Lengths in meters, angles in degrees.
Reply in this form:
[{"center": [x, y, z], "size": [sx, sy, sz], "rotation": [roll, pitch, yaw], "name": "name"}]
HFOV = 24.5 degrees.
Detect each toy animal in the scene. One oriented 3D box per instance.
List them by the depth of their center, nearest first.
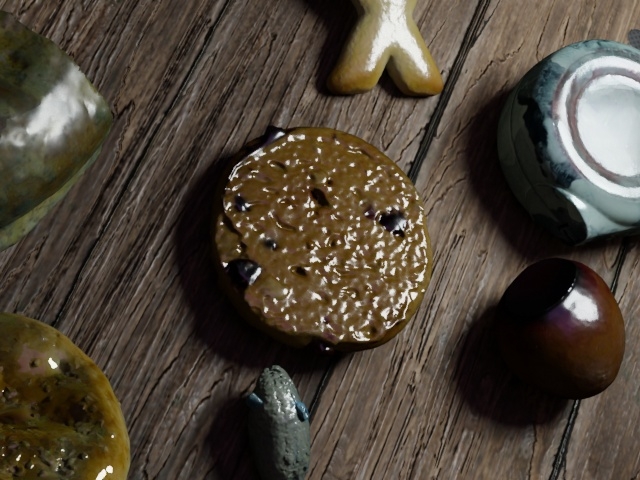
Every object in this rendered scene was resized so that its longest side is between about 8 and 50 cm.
[{"center": [-0.033, 0.260, 1.613], "size": [0.070, 0.079, 0.252], "rotation": [-13, 72, -6], "name": "toy animal"}]

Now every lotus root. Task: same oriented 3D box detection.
[{"center": [-0.398, -0.119, 1.571], "size": [0.267, 0.149, 0.260], "rotation": [37, 58, -2], "name": "lotus root"}]

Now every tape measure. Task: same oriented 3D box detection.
[{"center": [0.360, -0.118, 1.912], "size": [0.256, 0.147, 0.275], "rotation": [-8, 77, -25], "name": "tape measure"}]

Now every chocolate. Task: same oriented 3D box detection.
[{"center": [0.293, 0.115, 1.789], "size": [0.177, 0.177, 0.176], "rotation": [9, 66, -21], "name": "chocolate"}]

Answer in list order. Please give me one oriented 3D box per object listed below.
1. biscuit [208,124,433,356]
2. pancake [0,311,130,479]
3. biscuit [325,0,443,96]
[{"center": [0.000, 0.000, 1.739], "size": [0.296, 0.075, 0.296], "rotation": [7, 65, -16], "name": "biscuit"}, {"center": [-0.367, 0.181, 1.399], "size": [0.387, 0.082, 0.387], "rotation": [10, 33, -6], "name": "pancake"}, {"center": [0.082, -0.289, 1.880], "size": [0.164, 0.047, 0.207], "rotation": [-2, 90, -23], "name": "biscuit"}]
